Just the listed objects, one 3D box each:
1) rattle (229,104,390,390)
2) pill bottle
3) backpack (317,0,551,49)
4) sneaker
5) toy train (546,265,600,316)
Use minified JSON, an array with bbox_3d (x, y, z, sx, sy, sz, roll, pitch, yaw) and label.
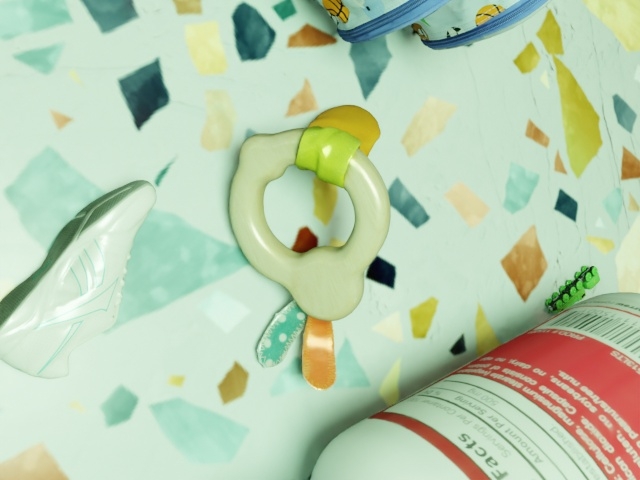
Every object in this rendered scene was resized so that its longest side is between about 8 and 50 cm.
[{"bbox_3d":[0.000,0.000,0.551,0.130,0.142,0.199,-10,108,2],"label":"rattle"},{"bbox_3d":[0.141,0.207,0.497,0.408,0.229,0.228,-20,96,-29],"label":"pill bottle"},{"bbox_3d":[0.096,-0.269,0.514,0.263,0.276,0.213,-42,105,-12],"label":"backpack"},{"bbox_3d":[-0.158,0.025,0.452,0.061,0.054,0.152,45,72,-29],"label":"sneaker"},{"bbox_3d":[0.268,0.055,0.704,0.083,0.017,0.023,-34,113,-27],"label":"toy train"}]
